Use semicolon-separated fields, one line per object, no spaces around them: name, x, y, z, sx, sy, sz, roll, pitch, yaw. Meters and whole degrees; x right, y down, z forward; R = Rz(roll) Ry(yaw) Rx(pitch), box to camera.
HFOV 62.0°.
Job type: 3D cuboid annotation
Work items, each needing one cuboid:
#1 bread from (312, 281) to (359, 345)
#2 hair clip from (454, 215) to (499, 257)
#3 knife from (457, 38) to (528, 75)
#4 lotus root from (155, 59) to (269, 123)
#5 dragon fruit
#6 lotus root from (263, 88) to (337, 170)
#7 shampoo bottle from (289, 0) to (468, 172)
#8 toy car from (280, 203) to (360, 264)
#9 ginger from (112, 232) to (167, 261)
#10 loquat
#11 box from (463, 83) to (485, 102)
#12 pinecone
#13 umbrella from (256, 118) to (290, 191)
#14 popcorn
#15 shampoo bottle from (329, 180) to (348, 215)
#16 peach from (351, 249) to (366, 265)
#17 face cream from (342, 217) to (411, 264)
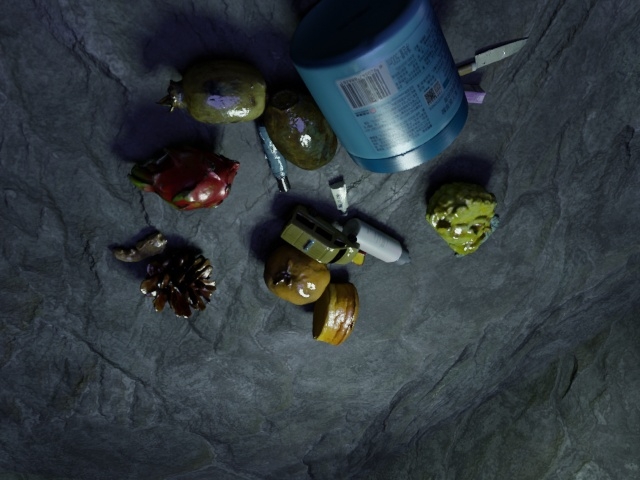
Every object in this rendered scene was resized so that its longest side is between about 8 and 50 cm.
bread;0.057;0.273;2.001;0.143;0.195;0.269;9;128;-13
hair clip;0.587;-0.006;2.005;0.066;0.036;0.229;21;124;-26
knife;0.439;-0.497;1.479;0.298;0.017;0.047;-20;130;3
lotus root;-0.261;-0.360;1.294;0.279;0.154;0.154;-5;135;-14
dragon fruit;-0.363;-0.182;1.441;0.269;0.200;0.198;23;143;15
lotus root;-0.047;-0.286;1.410;0.160;0.152;0.275;-43;149;-1
shampoo bottle;0.143;-0.392;1.262;0.331;0.331;0.342;-29;135;11
toy car;0.000;0.000;1.706;0.257;0.124;0.101;33;129;-9
ginger;-0.557;0.029;1.659;0.174;0.051;0.069;-23;133;3
loquat;-0.080;0.111;1.781;0.238;0.238;0.193;27;92;-37
box;0.408;-0.421;1.521;0.117;0.050;0.036;-2;133;-19
pinecone;-0.442;0.140;1.706;0.228;0.201;0.202;-51;162;-7
umbrella;-0.127;-0.240;1.526;0.053;0.052;0.250;-5;136;13
popcorn;0.487;-0.090;1.795;0.225;0.173;0.286;-41;133;12
shampoo bottle;0.068;-0.130;1.714;0.049;0.034;0.141;-23;138;-3
peach;0.140;0.051;1.904;0.078;0.050;0.083;-16;133;37
face cream;0.213;0.018;1.868;0.312;0.092;0.092;25;122;-35
